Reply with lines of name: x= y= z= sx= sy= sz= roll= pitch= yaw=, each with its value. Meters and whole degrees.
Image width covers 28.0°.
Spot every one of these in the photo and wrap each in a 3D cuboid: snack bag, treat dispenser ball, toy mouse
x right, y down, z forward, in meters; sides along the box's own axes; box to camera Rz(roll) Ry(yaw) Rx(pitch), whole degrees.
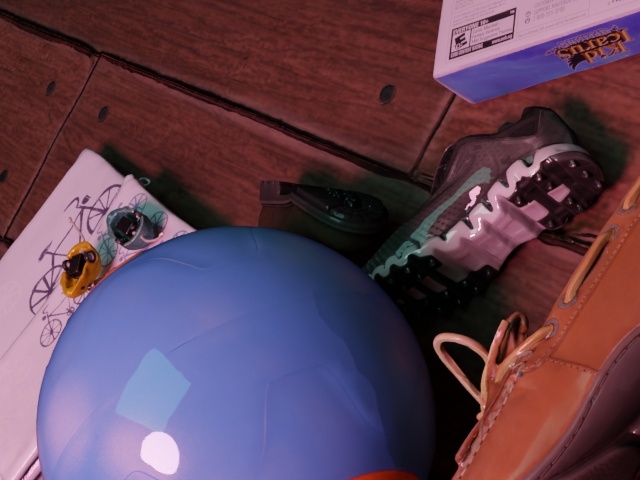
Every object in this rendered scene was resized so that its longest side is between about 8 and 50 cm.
snack bag: x=-0.284 y=0.062 z=1.367 sx=0.323 sy=0.037 sz=0.342 roll=-53 pitch=37 yaw=1
treat dispenser ball: x=-0.061 y=0.133 z=0.936 sx=0.288 sy=0.288 sz=0.288 roll=-26 pitch=50 yaw=36
toy mouse: x=-0.196 y=0.022 z=1.253 sx=0.143 sy=0.031 sz=0.161 roll=-24 pitch=48 yaw=30

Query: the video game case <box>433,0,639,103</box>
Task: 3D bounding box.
video game case: x=0.223 y=-0.258 z=1.039 sx=0.269 sy=0.061 sz=0.244 roll=-13 pitch=60 yaw=43

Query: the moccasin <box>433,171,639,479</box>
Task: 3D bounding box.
moccasin: x=0.164 y=0.095 z=0.830 sx=0.380 sy=0.139 sz=0.147 roll=-59 pitch=37 yaw=3

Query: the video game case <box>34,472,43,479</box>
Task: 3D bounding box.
video game case: x=-0.214 y=0.191 z=1.253 sx=0.329 sy=0.036 sz=0.300 roll=17 pitch=74 yaw=51

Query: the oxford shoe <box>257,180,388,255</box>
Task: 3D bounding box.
oxford shoe: x=0.000 y=0.000 z=1.103 sx=0.227 sy=0.082 sz=0.096 roll=-169 pitch=88 yaw=-74

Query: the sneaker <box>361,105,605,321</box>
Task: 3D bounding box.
sneaker: x=0.114 y=-0.022 z=1.013 sx=0.234 sy=0.078 sz=0.106 roll=-38 pitch=38 yaw=26
